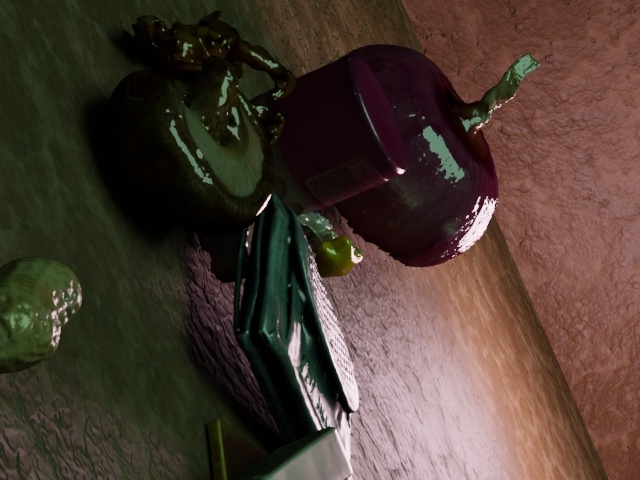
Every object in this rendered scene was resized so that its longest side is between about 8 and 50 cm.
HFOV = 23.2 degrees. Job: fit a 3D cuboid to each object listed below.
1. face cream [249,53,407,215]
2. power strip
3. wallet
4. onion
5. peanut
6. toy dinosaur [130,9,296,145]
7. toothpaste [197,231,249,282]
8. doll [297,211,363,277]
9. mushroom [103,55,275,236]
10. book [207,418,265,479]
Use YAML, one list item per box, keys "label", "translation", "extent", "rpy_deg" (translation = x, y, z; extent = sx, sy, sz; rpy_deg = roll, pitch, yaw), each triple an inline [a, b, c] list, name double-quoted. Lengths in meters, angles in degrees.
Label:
- label: "face cream"
  translation: [-0.005, -0.132, 2.062]
  extent: [0.175, 0.195, 0.175]
  rpy_deg: [57, 18, -30]
- label: "power strip"
  translation: [-0.060, 0.249, 1.461]
  extent: [0.062, 0.091, 0.385]
  rpy_deg: [64, 19, 2]
- label: "wallet"
  translation: [-0.013, 0.131, 1.774]
  extent: [0.237, 0.075, 0.342]
  rpy_deg: [-88, 162, -47]
- label: "onion"
  translation: [0.138, -0.143, 2.392]
  extent: [0.358, 0.345, 0.358]
  rpy_deg: [20, 50, -26]
- label: "peanut"
  translation: [-0.233, 0.058, 1.218]
  extent: [0.080, 0.080, 0.174]
  rpy_deg: [65, 16, -9]
- label: "toy dinosaur"
  translation: [-0.117, -0.217, 1.951]
  extent: [0.208, 0.097, 0.432]
  rpy_deg: [36, 9, 5]
- label: "toothpaste"
  translation: [-0.135, -0.061, 1.803]
  extent: [0.089, 0.057, 0.234]
  rpy_deg: [41, 22, -61]
- label: "doll"
  translation: [0.003, 0.002, 2.180]
  extent: [0.113, 0.071, 0.135]
  rpy_deg: [51, 5, 3]
- label: "mushroom"
  translation: [-0.146, -0.094, 1.669]
  extent: [0.231, 0.138, 0.194]
  rpy_deg: [3, 77, -62]
- label: "book"
  translation: [-0.026, 0.391, 1.562]
  extent: [0.262, 0.028, 0.374]
  rpy_deg: [48, 24, -46]
